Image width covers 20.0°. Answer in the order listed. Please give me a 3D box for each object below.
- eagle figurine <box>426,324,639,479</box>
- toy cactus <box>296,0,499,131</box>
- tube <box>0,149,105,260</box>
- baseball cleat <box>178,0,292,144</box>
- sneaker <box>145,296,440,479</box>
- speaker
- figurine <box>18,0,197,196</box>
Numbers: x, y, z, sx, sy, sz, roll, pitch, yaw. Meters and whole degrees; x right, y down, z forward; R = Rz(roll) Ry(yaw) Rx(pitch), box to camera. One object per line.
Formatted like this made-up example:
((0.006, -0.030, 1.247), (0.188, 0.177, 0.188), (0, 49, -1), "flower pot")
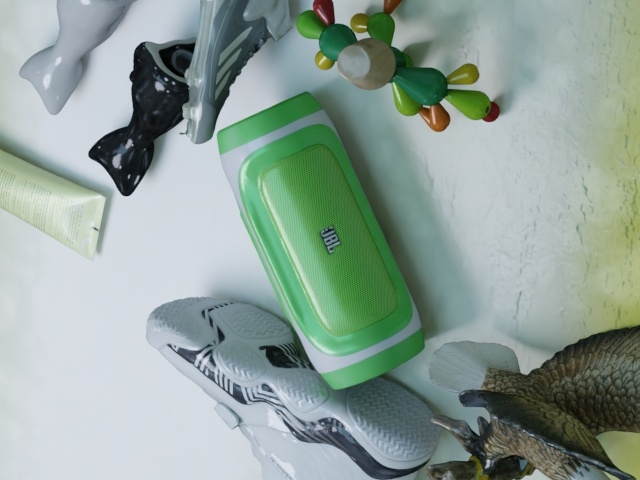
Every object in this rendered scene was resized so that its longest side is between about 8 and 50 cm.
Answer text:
((0.238, 0.179, 1.748), (0.225, 0.226, 0.298), (23, 147, -15), "eagle figurine")
((0.068, -0.177, 1.756), (0.219, 0.180, 0.112), (38, 105, 12), "toy cactus")
((-0.361, -0.062, 2.174), (0.240, 0.062, 0.070), (26, 164, 19), "tube")
((-0.086, -0.196, 1.883), (0.072, 0.109, 0.206), (-125, 41, -66), "baseball cleat")
((-0.054, 0.216, 2.006), (0.366, 0.137, 0.210), (26, 118, 21), "sneaker")
((0.000, 0.000, 1.894), (0.131, 0.131, 0.296), (-22, 94, 39), "speaker")
((-0.238, -0.183, 2.023), (0.215, 0.092, 0.209), (48, 132, 12), "figurine")
